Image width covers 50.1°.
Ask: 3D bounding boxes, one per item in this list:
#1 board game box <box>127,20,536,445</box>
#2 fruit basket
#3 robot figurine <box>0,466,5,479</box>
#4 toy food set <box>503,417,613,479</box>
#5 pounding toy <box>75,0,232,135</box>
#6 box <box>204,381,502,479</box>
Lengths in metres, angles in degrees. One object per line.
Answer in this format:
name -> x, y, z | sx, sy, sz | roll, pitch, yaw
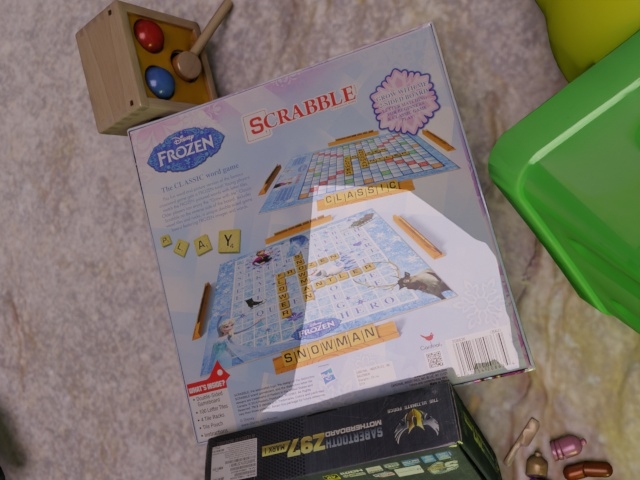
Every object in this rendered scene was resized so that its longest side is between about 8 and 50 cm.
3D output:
board game box -> 0.000, 0.000, 0.649 | 0.318, 0.066, 0.318 | -16, 82, 14
fruit basket -> 0.310, -0.127, 0.542 | 0.392, 0.283, 0.392 | -26, 42, 26
robot figurine -> -0.496, 0.299, 0.793 | 0.173, 0.209, 0.278 | -31, 81, 51
toy food set -> 0.242, 0.228, 0.654 | 0.122, 0.019, 0.078 | 31, 100, 13
pounding toy -> -0.159, -0.185, 0.714 | 0.100, 0.141, 0.130 | -20, 81, 35
box -> 0.038, 0.217, 0.635 | 0.232, 0.183, 0.059 | -16, 50, 16
